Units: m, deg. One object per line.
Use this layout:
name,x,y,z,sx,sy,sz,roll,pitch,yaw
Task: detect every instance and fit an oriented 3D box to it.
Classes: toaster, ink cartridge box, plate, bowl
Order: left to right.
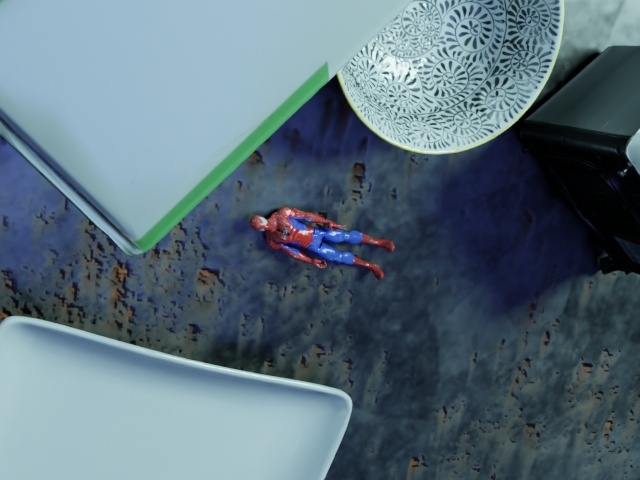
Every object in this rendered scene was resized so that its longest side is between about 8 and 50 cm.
plate,-0.145,0.204,0.724,0.278,0.045,0.277,17,101,-24
ink cartridge box,-0.076,-0.140,0.494,0.211,0.289,0.121,-44,114,-1
bowl,0.074,-0.151,0.660,0.170,0.080,0.170,-7,111,-18
toaster,0.253,-0.048,0.718,0.110,0.185,0.168,-43,109,-5

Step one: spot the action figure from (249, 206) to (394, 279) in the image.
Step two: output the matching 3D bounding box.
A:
action figure,0.000,0.000,0.716,0.115,0.030,0.038,16,107,-22
